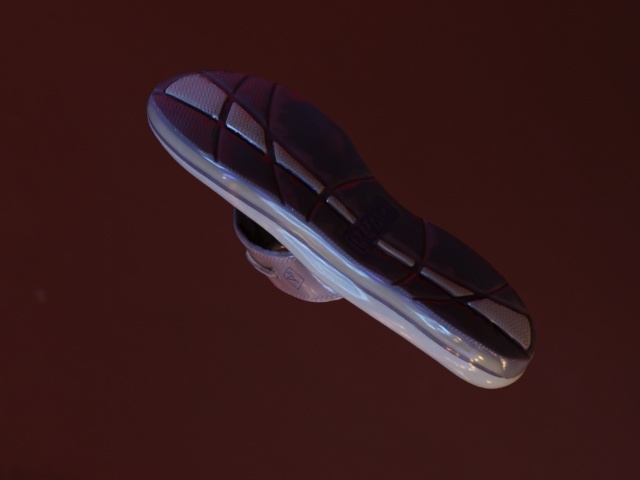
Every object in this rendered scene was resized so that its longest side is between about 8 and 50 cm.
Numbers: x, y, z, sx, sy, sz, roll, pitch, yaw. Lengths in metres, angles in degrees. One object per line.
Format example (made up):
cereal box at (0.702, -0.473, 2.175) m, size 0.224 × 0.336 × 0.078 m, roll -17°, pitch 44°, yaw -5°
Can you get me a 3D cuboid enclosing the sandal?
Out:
sandal at (0.000, 0.001, 1.165) m, size 0.120 × 0.303 × 0.086 m, roll -35°, pitch 163°, yaw -52°
